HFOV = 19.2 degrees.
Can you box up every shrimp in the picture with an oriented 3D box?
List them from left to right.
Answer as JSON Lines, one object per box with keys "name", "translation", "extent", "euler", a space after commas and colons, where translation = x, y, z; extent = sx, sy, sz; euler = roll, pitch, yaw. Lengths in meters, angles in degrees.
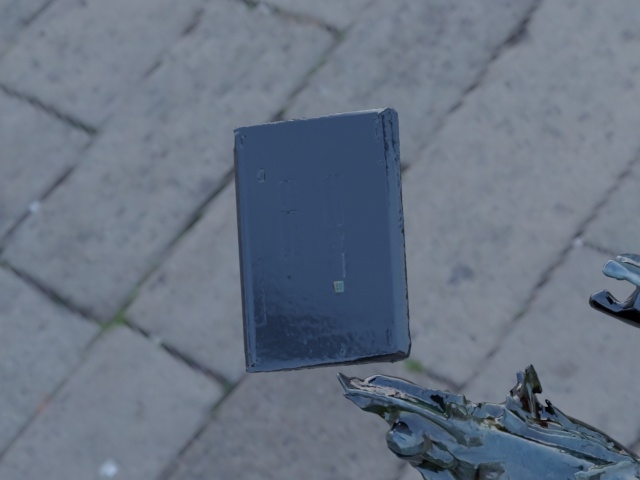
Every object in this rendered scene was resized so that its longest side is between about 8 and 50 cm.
{"name": "shrimp", "translation": [0.162, 0.089, 0.945], "extent": [0.289, 0.075, 0.178], "euler": [25, 81, 15]}

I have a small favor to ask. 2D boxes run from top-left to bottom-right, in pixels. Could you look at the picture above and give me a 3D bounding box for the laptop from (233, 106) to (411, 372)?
{"name": "laptop", "translation": [0.000, 0.000, 1.437], "extent": [0.135, 0.016, 0.197], "euler": [-7, 81, 18]}
